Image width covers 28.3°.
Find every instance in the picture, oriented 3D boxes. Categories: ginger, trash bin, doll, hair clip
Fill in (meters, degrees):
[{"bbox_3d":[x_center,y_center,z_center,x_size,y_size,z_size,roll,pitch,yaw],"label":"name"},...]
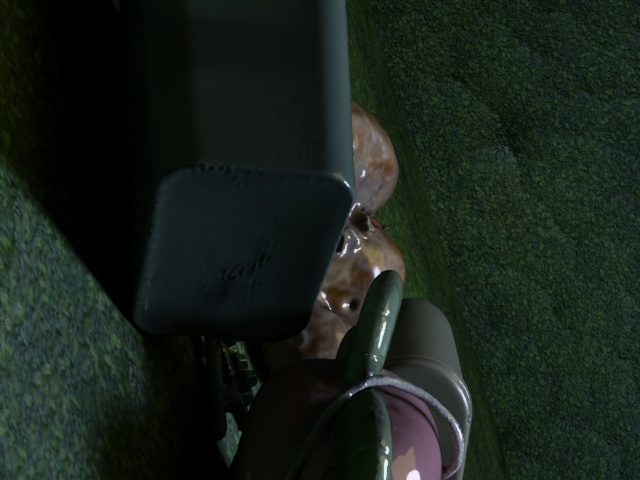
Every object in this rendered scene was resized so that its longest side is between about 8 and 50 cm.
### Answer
[{"bbox_3d":[0.000,0.000,1.260,0.244,0.155,0.304,-13,90,-61],"label":"ginger"},{"bbox_3d":[0.088,0.204,1.355,0.247,0.121,0.243,-73,170,-76],"label":"trash bin"},{"bbox_3d":[-0.074,-0.120,0.962,0.223,0.158,0.343,110,-19,-52],"label":"trash bin"},{"bbox_3d":[0.037,0.183,0.939,0.284,0.216,0.268,-82,-176,-57],"label":"doll"},{"bbox_3d":[-0.084,0.086,1.044,0.049,0.049,0.173,47,26,-66],"label":"hair clip"}]

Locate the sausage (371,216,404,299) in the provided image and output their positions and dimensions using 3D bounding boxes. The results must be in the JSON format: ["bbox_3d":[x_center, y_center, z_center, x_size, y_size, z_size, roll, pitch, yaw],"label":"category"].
[{"bbox_3d":[0.080,0.093,1.731,0.087,0.079,0.327,103,-21,-57],"label":"sausage"}]
